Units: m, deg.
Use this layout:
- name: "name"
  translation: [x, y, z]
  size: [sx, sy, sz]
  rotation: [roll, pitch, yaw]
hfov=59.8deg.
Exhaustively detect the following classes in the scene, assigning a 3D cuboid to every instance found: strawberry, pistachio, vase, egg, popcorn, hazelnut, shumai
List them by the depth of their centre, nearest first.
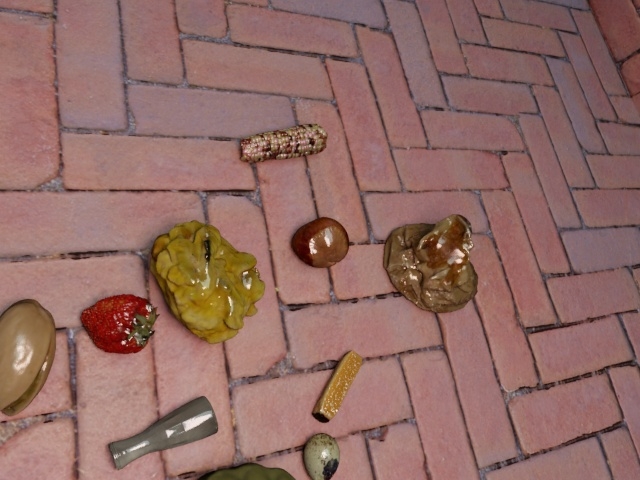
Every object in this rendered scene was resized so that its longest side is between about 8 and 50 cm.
- name: "pistachio"
  translation: [-0.592, 0.225, 1.089]
  size: [0.135, 0.136, 0.226]
  rotation: [15, 70, -21]
- name: "vase"
  translation: [-0.328, 0.408, 1.167]
  size: [0.213, 0.086, 0.086]
  rotation: [-18, 77, -27]
- name: "strawberry"
  translation: [-0.432, 0.180, 1.202]
  size: [0.131, 0.148, 0.131]
  rotation: [-3, 90, -66]
- name: "popcorn"
  translation: [-0.259, 0.092, 1.266]
  size: [0.252, 0.215, 0.287]
  rotation: [-5, 69, -63]
- name: "egg"
  translation: [0.003, 0.504, 1.288]
  size: [0.085, 0.085, 0.110]
  rotation: [12, 66, -22]
- name: "hazelnut"
  translation: [0.000, 0.000, 1.489]
  size: [0.154, 0.143, 0.143]
  rotation: [-17, 76, -15]
- name: "shumai"
  translation: [0.369, 0.054, 1.576]
  size: [0.314, 0.262, 0.267]
  rotation: [35, 58, -12]

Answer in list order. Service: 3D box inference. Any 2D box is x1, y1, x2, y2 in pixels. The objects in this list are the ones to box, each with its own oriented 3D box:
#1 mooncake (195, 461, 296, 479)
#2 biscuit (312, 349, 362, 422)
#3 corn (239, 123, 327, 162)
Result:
- name: "mooncake"
  translation: [-0.146, 0.628, 1.098]
  size: [0.350, 0.187, 0.352]
  rotation: [12, 61, -23]
- name: "biscuit"
  translation: [0.042, 0.363, 1.389]
  size: [0.052, 0.056, 0.188]
  rotation: [38, 58, -5]
- name: "corn"
  translation: [-0.104, -0.275, 1.584]
  size: [0.280, 0.092, 0.092]
  rotation: [-15, 76, -27]
